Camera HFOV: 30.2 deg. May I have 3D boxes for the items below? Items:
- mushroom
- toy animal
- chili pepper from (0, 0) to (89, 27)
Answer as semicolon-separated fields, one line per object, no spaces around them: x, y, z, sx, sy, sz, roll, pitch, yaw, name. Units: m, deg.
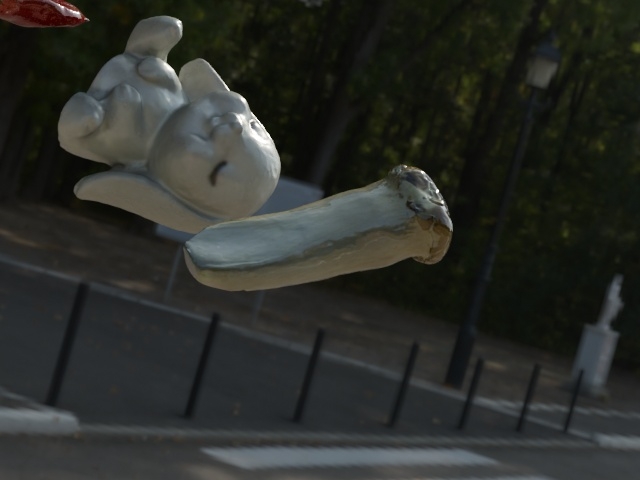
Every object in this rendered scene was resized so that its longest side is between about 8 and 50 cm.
0.000;0.000;0.870;0.209;0.071;0.084;-14;50;-22;mushroom
-0.175;-0.128;1.547;0.265;0.272;0.206;29;-33;5;toy animal
-0.358;-0.287;1.452;0.059;0.050;0.191;25;11;34;chili pepper
